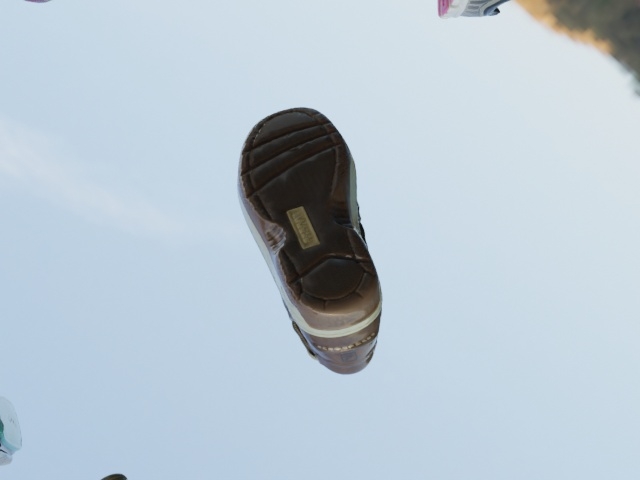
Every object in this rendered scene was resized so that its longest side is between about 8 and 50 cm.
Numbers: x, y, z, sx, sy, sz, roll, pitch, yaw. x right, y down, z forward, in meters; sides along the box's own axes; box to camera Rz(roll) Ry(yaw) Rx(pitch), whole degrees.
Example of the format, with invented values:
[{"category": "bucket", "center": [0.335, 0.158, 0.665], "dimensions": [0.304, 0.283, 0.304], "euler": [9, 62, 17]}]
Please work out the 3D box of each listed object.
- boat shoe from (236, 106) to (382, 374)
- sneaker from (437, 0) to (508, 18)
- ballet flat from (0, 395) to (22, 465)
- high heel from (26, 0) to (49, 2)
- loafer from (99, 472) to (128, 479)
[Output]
[{"category": "boat shoe", "center": [-0.008, 0.002, 1.245], "dimensions": [0.257, 0.095, 0.095], "euler": [-101, -3, -49]}, {"category": "sneaker", "center": [0.180, -0.285, 1.622], "dimensions": [0.075, 0.170, 0.063], "euler": [5, -127, -22]}, {"category": "ballet flat", "center": [-0.418, 0.206, 1.856], "dimensions": [0.123, 0.123, 0.348], "euler": [46, 165, 9]}, {"category": "high heel", "center": [-0.181, -0.328, 0.963], "dimensions": [0.181, 0.377, 0.127], "euler": [7, 174, 39]}, {"category": "loafer", "center": [-0.161, 0.258, 1.293], "dimensions": [0.050, 0.148, 0.056], "euler": [18, -155, 37]}]
